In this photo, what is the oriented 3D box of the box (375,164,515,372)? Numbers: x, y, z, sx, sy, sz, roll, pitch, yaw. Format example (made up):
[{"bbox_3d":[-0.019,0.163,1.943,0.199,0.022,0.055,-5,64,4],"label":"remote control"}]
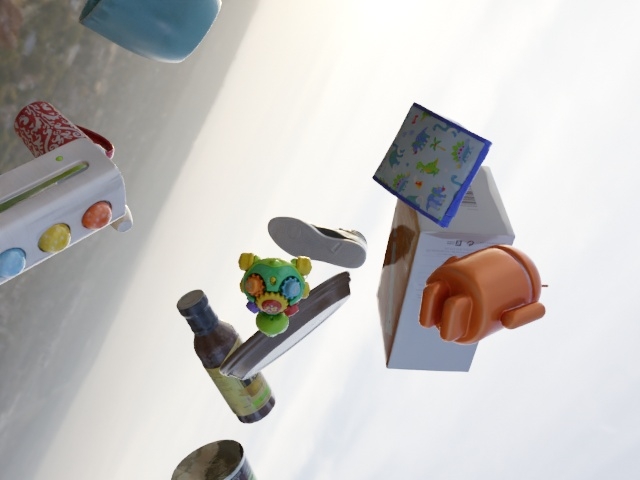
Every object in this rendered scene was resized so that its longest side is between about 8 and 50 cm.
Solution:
[{"bbox_3d":[0.220,0.053,1.463,0.215,0.168,0.345,-94,-171,-51],"label":"box"}]

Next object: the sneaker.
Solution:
[{"bbox_3d":[0.000,0.000,2.184,0.147,0.295,0.105,-29,136,-74],"label":"sneaker"}]

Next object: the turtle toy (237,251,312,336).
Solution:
[{"bbox_3d":[-0.061,0.071,1.004,0.130,0.095,0.066,95,-1,-49],"label":"turtle toy"}]

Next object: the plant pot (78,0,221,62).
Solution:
[{"bbox_3d":[-0.374,-0.550,1.788,0.293,0.235,0.293,-39,-148,30],"label":"plant pot"}]

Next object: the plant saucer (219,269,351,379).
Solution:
[{"bbox_3d":[-0.050,0.150,1.320,0.278,0.041,0.278,-38,170,-8],"label":"plant saucer"}]

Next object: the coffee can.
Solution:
[{"bbox_3d":[-0.239,0.685,2.000,0.201,0.275,0.201,-19,-161,7],"label":"coffee can"}]

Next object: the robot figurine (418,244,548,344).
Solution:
[{"bbox_3d":[0.246,0.078,1.183,0.219,0.128,0.158,-18,177,-35],"label":"robot figurine"}]

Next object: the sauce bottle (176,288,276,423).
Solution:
[{"bbox_3d":[-0.216,0.263,1.757,0.111,0.344,0.111,-20,-151,12],"label":"sauce bottle"}]

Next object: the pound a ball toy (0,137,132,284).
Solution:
[{"bbox_3d":[-0.439,-0.019,1.284,0.319,0.135,0.208,-33,154,-31],"label":"pound a ball toy"}]

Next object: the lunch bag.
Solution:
[{"bbox_3d":[0.159,-0.100,1.051,0.129,0.096,0.151,-64,-151,12],"label":"lunch bag"}]

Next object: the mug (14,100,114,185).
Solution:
[{"bbox_3d":[-0.506,-0.185,1.532,0.113,0.169,0.150,-52,155,7],"label":"mug"}]
